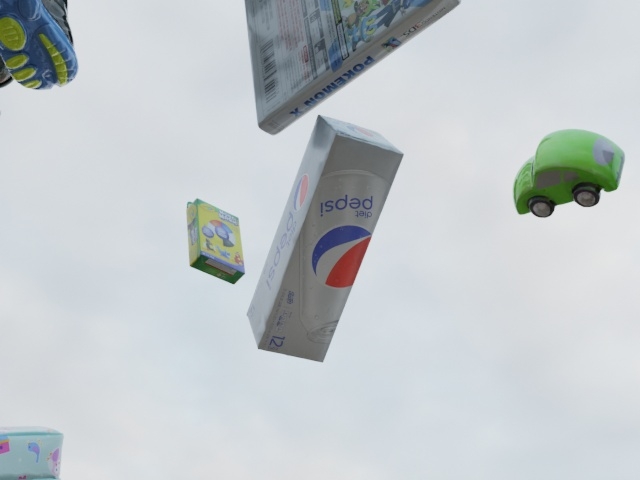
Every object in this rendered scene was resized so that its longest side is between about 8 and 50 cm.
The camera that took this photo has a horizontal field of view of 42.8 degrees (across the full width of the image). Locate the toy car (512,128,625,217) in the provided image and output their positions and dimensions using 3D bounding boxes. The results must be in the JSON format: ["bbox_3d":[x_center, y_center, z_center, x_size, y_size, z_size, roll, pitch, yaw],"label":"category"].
[{"bbox_3d":[0.240,-0.072,0.631,0.225,0.239,0.053,-16,-55,42],"label":"toy car"}]

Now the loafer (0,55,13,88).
[{"bbox_3d":[-0.563,-0.363,1.288,0.096,0.267,0.084,-25,-14,-9],"label":"loafer"}]

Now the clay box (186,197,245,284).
[{"bbox_3d":[-0.251,-0.010,1.942,0.127,0.222,0.053,26,-55,-34],"label":"clay box"}]

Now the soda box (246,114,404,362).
[{"bbox_3d":[0.000,0.000,1.001,0.091,0.098,0.286,15,-73,-19],"label":"soda box"}]

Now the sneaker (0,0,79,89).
[{"bbox_3d":[-0.216,-0.188,0.571,0.067,0.078,0.188,-15,-29,-12],"label":"sneaker"}]

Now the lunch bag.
[{"bbox_3d":[-0.562,0.344,1.258,0.279,0.107,0.224,-8,-13,25],"label":"lunch bag"}]

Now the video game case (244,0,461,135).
[{"bbox_3d":[0.019,-0.337,1.045,0.300,0.329,0.036,-30,-38,32],"label":"video game case"}]
